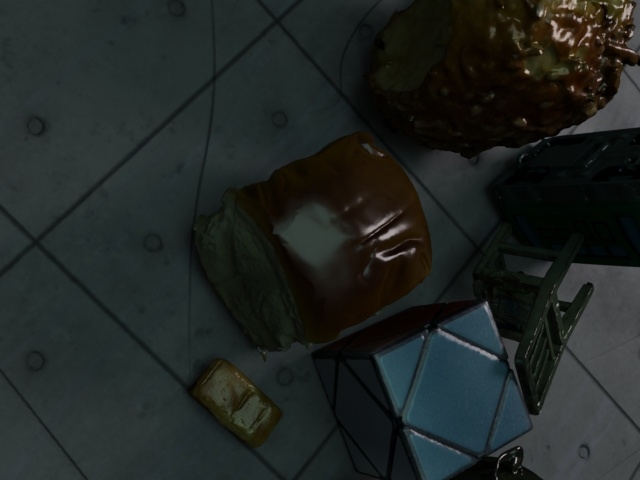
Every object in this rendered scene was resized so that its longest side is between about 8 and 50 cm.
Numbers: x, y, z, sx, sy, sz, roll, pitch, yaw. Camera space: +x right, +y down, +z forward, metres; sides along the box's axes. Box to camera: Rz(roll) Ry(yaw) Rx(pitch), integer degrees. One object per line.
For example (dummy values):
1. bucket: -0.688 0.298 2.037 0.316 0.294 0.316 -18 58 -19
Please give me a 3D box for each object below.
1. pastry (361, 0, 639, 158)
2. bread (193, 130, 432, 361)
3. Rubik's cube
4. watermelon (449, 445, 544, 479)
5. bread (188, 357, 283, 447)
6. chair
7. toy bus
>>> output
1. pastry: 0.275 -0.285 1.196 0.338 0.405 0.292 12 63 -20
2. bread: 0.000 0.000 1.122 0.279 0.225 0.250 -32 98 -29
3. Rubik's cube: 0.143 0.217 1.168 0.205 0.207 0.204 -22 93 -26
4. watermelon: 0.230 0.460 1.125 0.279 0.279 0.359 -8 111 -25
5. bread: -0.119 0.228 1.133 0.132 0.053 0.074 46 68 -10
6. chair: 0.304 0.111 1.242 0.270 0.147 0.136 -53 136 -32
7. toy bus: 0.464 -0.062 1.282 0.184 0.344 0.199 -39 110 -23
